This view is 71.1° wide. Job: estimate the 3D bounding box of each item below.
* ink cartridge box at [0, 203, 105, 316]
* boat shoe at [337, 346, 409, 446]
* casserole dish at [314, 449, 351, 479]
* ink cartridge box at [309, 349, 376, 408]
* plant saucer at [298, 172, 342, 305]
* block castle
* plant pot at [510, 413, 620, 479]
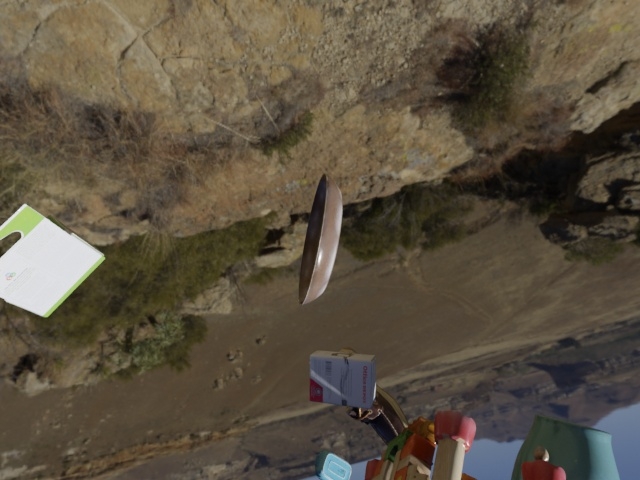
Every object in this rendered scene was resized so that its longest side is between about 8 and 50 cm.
[{"bbox_3d":[-0.625,0.031,0.956,0.189,0.097,0.255,-50,155,-15],"label":"ink cartridge box"},{"bbox_3d":[0.121,0.464,1.267,0.123,0.342,0.123,-17,146,-33],"label":"boat shoe"},{"bbox_3d":[0.058,0.929,1.814,0.188,0.114,0.037,40,140,-20],"label":"casserole dish"},{"bbox_3d":[0.054,0.323,1.050,0.150,0.109,0.063,1,179,18],"label":"ink cartridge box"},{"bbox_3d":[0.000,0.000,1.044,0.050,0.311,0.311,10,151,-8],"label":"plant saucer"},{"bbox_3d":[0.296,0.576,1.042,0.303,0.213,0.453,29,135,1],"label":"block castle"},{"bbox_3d":[0.642,0.606,1.170,0.271,0.255,0.272,14,164,4],"label":"plant pot"}]
